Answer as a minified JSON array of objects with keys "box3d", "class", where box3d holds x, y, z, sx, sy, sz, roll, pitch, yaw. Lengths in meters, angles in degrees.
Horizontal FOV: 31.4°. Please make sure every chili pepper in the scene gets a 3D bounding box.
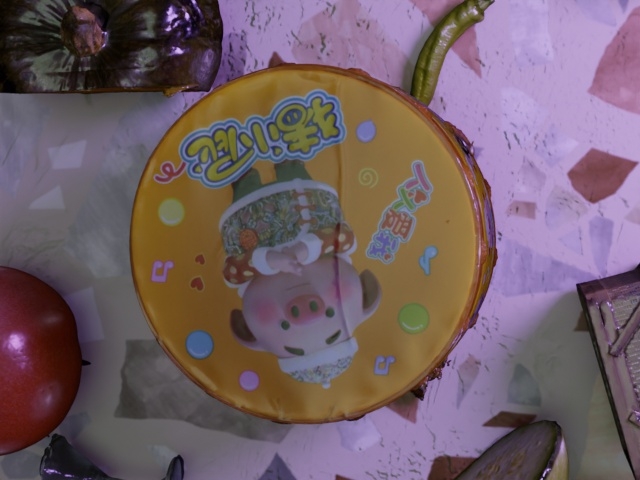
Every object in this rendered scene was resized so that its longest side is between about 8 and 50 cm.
[{"box3d":[0.152,-0.236,1.484,0.049,0.043,0.208,26,104,-19],"class":"chili pepper"}]

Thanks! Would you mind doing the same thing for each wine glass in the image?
[{"box3d":[-0.286,0.336,1.567,0.183,0.122,0.122,7,95,6],"class":"wine glass"}]

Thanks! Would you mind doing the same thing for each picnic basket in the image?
[{"box3d":[0.420,0.156,1.403,0.139,0.165,0.266,-16,92,10],"class":"picnic basket"}]

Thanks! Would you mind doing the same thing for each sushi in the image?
[{"box3d":[0.143,0.154,1.508,0.060,0.061,0.118,15,117,0],"class":"sushi"}]

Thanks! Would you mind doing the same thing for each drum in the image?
[{"box3d":[0.000,0.000,1.357,0.431,0.214,0.431,1,93,14],"class":"drum"}]

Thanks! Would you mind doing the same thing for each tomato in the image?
[{"box3d":[-0.445,0.160,1.524,0.256,0.224,0.255,2,95,24],"class":"tomato"}]

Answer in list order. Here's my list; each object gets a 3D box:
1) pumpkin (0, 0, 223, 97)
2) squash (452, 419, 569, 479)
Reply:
[{"box3d":[-0.288,-0.254,1.463,0.317,0.222,0.139,3,96,10],"class":"pumpkin"},{"box3d":[0.191,0.363,1.425,0.210,0.233,0.308,13,99,-2],"class":"squash"}]
